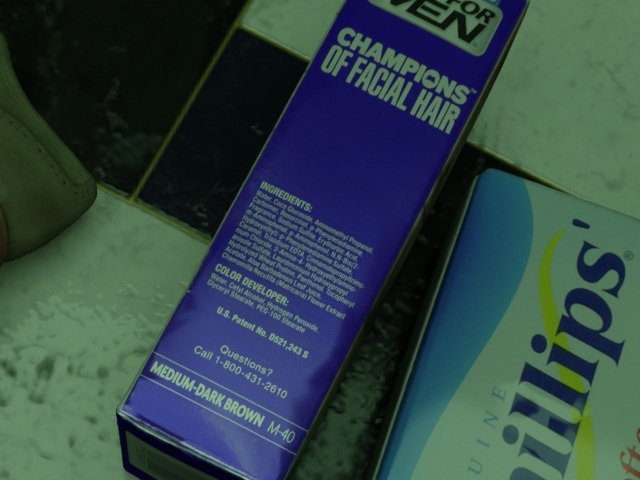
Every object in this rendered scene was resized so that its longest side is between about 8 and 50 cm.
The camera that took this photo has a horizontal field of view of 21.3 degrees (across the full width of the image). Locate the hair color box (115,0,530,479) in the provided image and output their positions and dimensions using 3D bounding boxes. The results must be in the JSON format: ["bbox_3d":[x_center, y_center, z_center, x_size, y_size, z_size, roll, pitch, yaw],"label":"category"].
[{"bbox_3d":[0.000,0.000,1.046,0.110,0.185,0.339,26,72,3],"label":"hair color box"}]

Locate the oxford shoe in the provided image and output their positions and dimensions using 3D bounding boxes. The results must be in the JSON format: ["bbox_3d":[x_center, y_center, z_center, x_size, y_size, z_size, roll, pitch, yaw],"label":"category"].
[{"bbox_3d":[-0.284,-0.120,1.113,0.130,0.123,0.348,-27,74,-40],"label":"oxford shoe"}]

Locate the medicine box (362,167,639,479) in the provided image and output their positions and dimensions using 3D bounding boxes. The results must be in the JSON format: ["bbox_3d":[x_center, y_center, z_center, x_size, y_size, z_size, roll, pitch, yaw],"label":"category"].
[{"bbox_3d":[0.181,0.138,1.038,0.289,0.149,0.263,20,72,0],"label":"medicine box"}]
